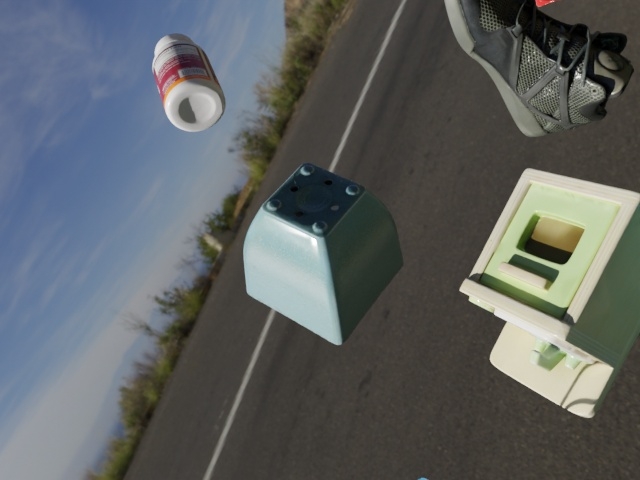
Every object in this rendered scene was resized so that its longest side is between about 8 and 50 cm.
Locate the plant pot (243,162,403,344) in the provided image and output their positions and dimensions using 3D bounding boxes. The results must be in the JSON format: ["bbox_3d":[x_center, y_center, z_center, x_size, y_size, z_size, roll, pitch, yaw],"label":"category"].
[{"bbox_3d":[0.000,0.000,1.208,0.248,0.247,0.252,-49,-28,-28],"label":"plant pot"}]

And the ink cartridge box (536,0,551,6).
[{"bbox_3d":[0.460,-0.516,1.106,0.078,0.134,0.231,-21,10,-37],"label":"ink cartridge box"}]

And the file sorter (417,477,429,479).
[{"bbox_3d":[0.164,0.326,0.621,0.104,0.170,0.118,-65,20,5],"label":"file sorter"}]

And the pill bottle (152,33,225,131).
[{"bbox_3d":[-0.197,-0.236,0.905,0.086,0.086,0.152,-56,42,32],"label":"pill bottle"}]

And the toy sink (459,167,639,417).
[{"bbox_3d":[0.268,0.055,0.705,0.153,0.131,0.234,29,92,54],"label":"toy sink"}]

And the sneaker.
[{"bbox_3d":[0.216,-0.193,0.595,0.130,0.227,0.087,0,53,52],"label":"sneaker"}]
